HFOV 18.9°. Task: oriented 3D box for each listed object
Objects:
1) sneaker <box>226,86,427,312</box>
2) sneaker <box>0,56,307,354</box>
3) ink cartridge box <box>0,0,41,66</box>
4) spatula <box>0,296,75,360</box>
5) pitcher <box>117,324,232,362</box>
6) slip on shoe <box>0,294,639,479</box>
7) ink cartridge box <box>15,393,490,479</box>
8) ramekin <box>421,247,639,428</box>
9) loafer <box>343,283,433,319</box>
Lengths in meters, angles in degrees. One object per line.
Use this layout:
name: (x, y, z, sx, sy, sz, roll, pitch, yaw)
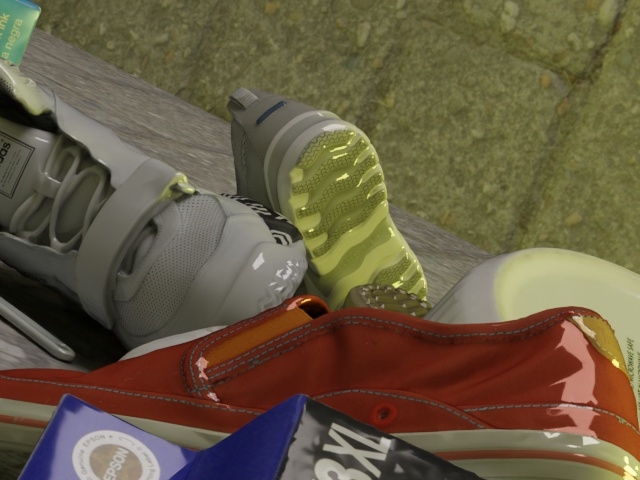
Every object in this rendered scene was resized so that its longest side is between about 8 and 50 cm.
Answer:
sneaker: (0.000, 0.000, 1.370, 0.115, 0.105, 0.281, 42, -27, 39)
sneaker: (-0.154, -0.011, 1.249, 0.210, 0.137, 0.366, 30, -1, -22)
ink cartridge box: (-0.485, -0.228, 1.690, 0.395, 0.166, 0.285, 20, 8, -30)
spatula: (-0.269, 0.012, 1.232, 0.242, 0.019, 0.168, 30, 7, 38)
pitcher: (-0.045, 0.104, 0.972, 0.178, 0.125, 0.207, -3, 11, -34)
slip on shoe: (-0.020, 0.078, 0.839, 0.331, 0.101, 0.123, -3, -31, 21)
ink cartridge box: (0.053, 0.168, 0.686, 0.371, 0.069, 0.176, 23, 37, 0)
ramekin: (0.159, 0.119, 1.104, 0.273, 0.127, 0.273, 24, 28, -14)
loafer: (0.095, 0.139, 1.250, 0.102, 0.092, 0.268, 2, 37, -43)
